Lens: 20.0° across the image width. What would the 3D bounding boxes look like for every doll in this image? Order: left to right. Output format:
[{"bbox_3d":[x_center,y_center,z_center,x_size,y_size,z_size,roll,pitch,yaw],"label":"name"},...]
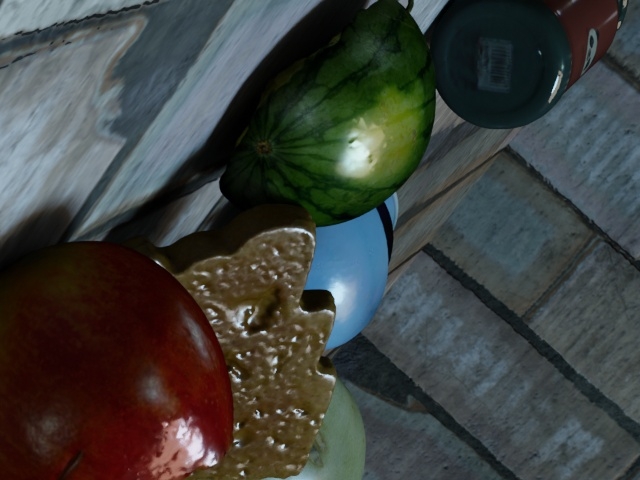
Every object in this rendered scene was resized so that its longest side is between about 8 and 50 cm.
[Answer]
[{"bbox_3d":[0.000,0.000,1.702,0.314,0.141,0.177,-56,141,-71],"label":"doll"}]

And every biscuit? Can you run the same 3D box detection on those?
[{"bbox_3d":[-0.095,0.103,1.439,0.278,0.043,0.301,-30,134,2],"label":"biscuit"}]

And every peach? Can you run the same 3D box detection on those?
[{"bbox_3d":[-0.147,0.098,1.181,0.190,0.192,0.190,-37,162,-14],"label":"peach"}]

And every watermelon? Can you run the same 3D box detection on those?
[{"bbox_3d":[0.021,-0.090,1.440,0.204,0.127,0.232,-50,176,18],"label":"watermelon"}]

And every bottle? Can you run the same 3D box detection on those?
[{"bbox_3d":[0.235,-0.223,1.920,0.144,0.144,0.336,-53,172,29],"label":"bottle"}]

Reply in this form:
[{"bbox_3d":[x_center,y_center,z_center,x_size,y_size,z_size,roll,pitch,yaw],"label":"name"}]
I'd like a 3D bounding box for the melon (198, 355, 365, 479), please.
[{"bbox_3d":[-0.114,0.228,1.735,0.330,0.268,0.268,-40,172,-1],"label":"melon"}]
